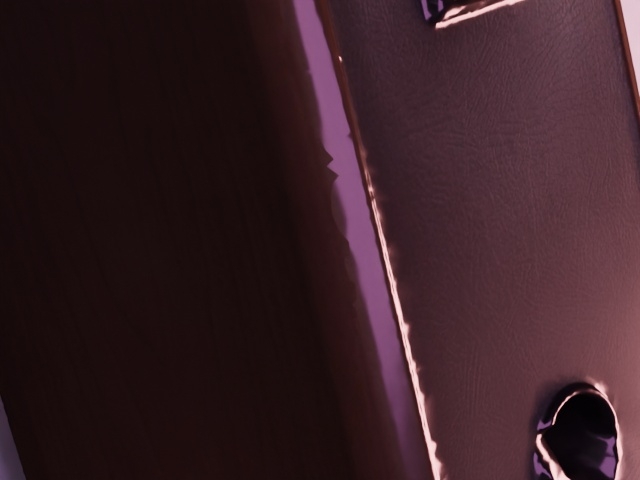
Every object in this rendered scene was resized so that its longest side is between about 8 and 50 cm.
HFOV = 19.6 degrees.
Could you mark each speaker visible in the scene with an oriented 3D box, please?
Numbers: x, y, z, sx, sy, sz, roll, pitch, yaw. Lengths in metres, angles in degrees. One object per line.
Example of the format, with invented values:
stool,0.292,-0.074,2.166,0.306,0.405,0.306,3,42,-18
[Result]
speaker,0.000,0.000,0.567,0.153,0.193,0.230,-24,106,-44
